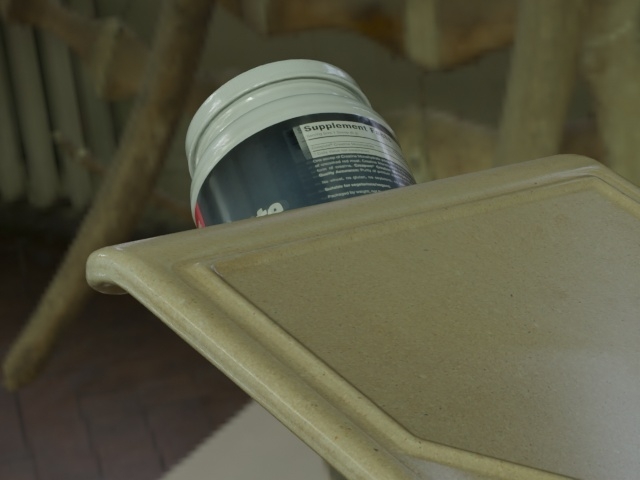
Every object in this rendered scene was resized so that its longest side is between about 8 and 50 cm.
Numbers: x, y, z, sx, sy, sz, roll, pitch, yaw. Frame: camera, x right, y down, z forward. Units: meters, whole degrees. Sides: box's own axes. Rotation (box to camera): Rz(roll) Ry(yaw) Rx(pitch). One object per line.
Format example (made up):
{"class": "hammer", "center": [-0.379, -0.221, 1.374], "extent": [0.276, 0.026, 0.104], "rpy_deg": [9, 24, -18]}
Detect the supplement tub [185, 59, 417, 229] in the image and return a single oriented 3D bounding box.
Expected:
{"class": "supplement tub", "center": [0.000, 0.000, 1.478], "extent": [0.191, 0.191, 0.272], "rpy_deg": [-12, 51, -13]}

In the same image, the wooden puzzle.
{"class": "wooden puzzle", "center": [0.082, 0.046, 0.515], "extent": [0.221, 0.044, 0.238], "rpy_deg": [-12, 34, -44]}
